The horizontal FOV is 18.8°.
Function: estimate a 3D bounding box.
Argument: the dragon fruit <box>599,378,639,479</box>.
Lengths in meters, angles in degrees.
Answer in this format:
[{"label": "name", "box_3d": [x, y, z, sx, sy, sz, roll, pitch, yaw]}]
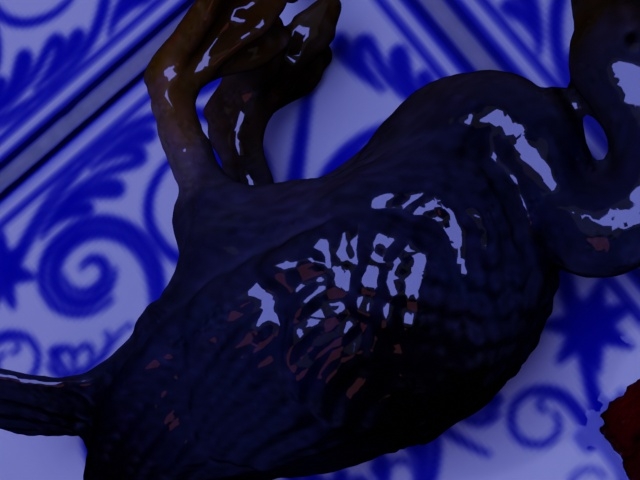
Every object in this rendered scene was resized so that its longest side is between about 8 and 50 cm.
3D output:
[{"label": "dragon fruit", "box_3d": [0.193, 0.040, 0.684, 0.092, 0.122, 0.192, 34, 87, -16]}]

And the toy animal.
[{"label": "toy animal", "box_3d": [0.000, 0.000, 0.720, 0.298, 0.122, 0.185, -42, 68, 8]}]

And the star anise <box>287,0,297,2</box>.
[{"label": "star anise", "box_3d": [-0.003, -0.175, 0.799, 0.168, 0.057, 0.168, -7, 73, 23]}]
